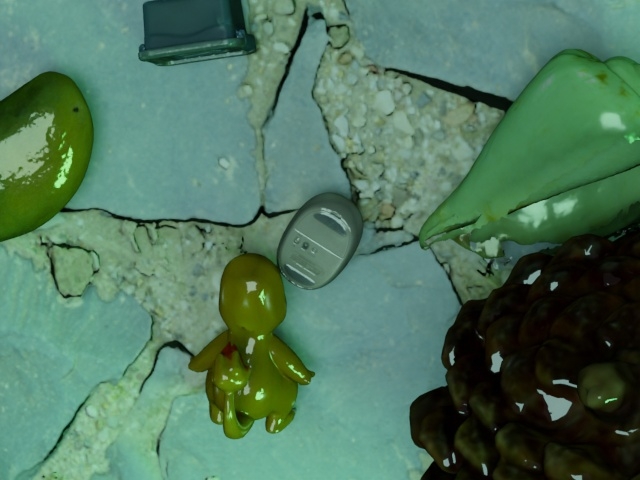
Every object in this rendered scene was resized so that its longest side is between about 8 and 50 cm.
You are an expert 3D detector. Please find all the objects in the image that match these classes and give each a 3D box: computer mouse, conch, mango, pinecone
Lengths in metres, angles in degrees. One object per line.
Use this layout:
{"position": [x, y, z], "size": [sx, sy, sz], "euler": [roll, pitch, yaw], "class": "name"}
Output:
{"position": [0.001, -0.001, 1.375], "size": [0.066, 0.039, 0.096], "euler": [33, 114, 2], "class": "computer mouse"}
{"position": [0.213, -0.055, 1.284], "size": [0.137, 0.143, 0.250], "euler": [54, 128, 38], "class": "conch"}
{"position": [-0.288, -0.067, 1.386], "size": [0.191, 0.085, 0.122], "euler": [-28, 94, 16], "class": "mango"}
{"position": [0.287, 0.178, 1.203], "size": [0.398, 0.398, 0.398], "euler": [2, 104, 10], "class": "pinecone"}

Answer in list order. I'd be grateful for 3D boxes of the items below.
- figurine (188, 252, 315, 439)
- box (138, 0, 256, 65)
{"position": [-0.070, 0.100, 1.368], "size": [0.121, 0.122, 0.176], "euler": [6, 105, 11], "class": "figurine"}
{"position": [-0.112, -0.190, 1.335], "size": [0.099, 0.074, 0.054], "euler": [-6, 88, 12], "class": "box"}
